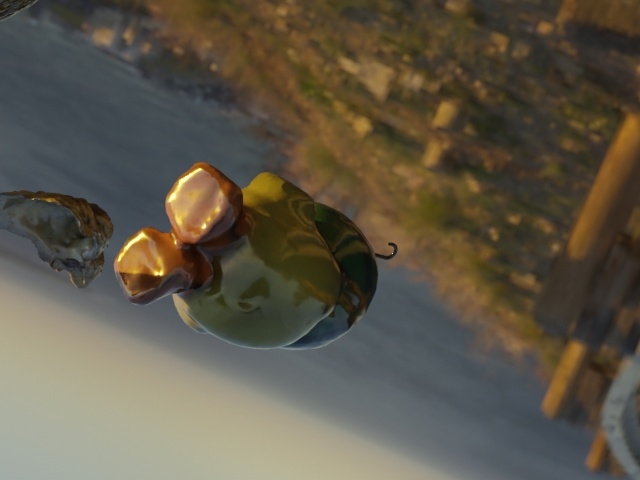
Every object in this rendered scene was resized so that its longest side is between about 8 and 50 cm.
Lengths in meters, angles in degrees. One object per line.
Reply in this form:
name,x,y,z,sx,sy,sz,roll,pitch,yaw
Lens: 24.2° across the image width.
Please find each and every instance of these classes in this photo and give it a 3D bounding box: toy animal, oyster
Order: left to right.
oyster,-0.348,-0.022,2.005,0.162,0.107,0.232,12,159,21
toy animal,-0.060,0.041,1.781,0.191,0.216,0.338,48,-163,32

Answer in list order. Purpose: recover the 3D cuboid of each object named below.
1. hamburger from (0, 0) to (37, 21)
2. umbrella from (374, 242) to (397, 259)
hamburger,-0.340,-0.318,1.392,0.134,0.265,0.284,26,141,37
umbrella,-0.002,0.005,2.073,0.269,0.044,0.044,11,-155,-33
